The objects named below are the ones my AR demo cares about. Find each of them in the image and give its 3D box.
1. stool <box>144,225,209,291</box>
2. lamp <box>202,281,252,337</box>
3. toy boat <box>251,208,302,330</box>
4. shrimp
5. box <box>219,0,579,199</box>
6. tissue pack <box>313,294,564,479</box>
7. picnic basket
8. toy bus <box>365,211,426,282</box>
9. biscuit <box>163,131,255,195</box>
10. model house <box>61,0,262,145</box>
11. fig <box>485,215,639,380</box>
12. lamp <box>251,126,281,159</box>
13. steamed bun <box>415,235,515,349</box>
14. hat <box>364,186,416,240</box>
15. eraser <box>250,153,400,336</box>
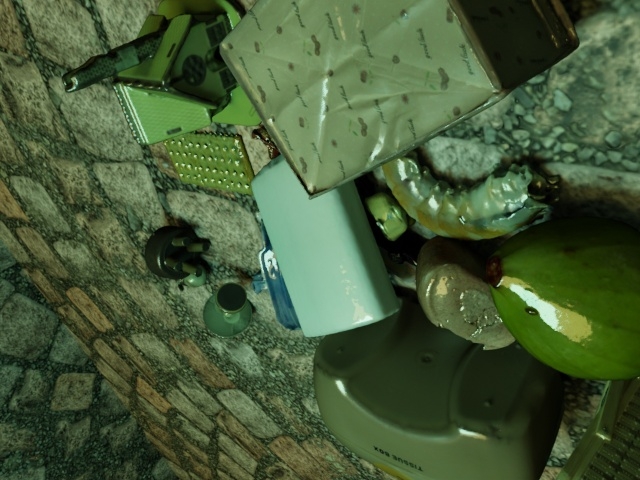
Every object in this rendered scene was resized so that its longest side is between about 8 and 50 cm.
[{"bbox_3d":[-0.328,0.050,1.351,0.121,0.125,0.217,11,143,34],"label":"stool"},{"bbox_3d":[-0.222,0.171,1.365,0.121,0.121,0.214,40,156,5],"label":"lamp"},{"bbox_3d":[-0.075,0.067,1.119,0.143,0.129,0.309,4,129,22],"label":"toy boat"},{"bbox_3d":[0.171,-0.095,0.802,0.287,0.068,0.185,44,141,15],"label":"shrimp"},{"bbox_3d":[0.071,-0.214,0.623,0.297,0.190,0.225,-23,99,52],"label":"box"},{"bbox_3d":[0.194,0.275,0.961,0.387,0.267,0.276,12,135,35],"label":"tissue pack"},{"bbox_3d":[0.424,0.291,0.738,0.175,0.313,0.228,28,144,34],"label":"picnic basket"},{"bbox_3d":[0.103,0.006,0.958,0.172,0.057,0.072,30,145,19],"label":"toy bus"},{"bbox_3d":[-0.226,-0.159,1.133,0.232,0.016,0.139,13,136,35],"label":"biscuit"},{"bbox_3d":[-0.251,-0.224,0.873,0.205,0.279,0.218,14,134,36],"label":"model house"},{"bbox_3d":[0.305,0.071,0.693,0.225,0.202,0.203,9,147,-17],"label":"fig"},{"bbox_3d":[-0.078,-0.160,0.982,0.063,0.031,0.083,2,132,43],"label":"lamp"},{"bbox_3d":[0.213,0.077,0.844,0.175,0.145,0.106,36,109,-12],"label":"steamed bun"},{"bbox_3d":[0.110,-0.043,0.894,0.077,0.059,0.076,64,-166,24],"label":"hat"},{"bbox_3d":[0.000,0.000,0.915,0.189,0.104,0.289,-22,86,43],"label":"eraser"}]
